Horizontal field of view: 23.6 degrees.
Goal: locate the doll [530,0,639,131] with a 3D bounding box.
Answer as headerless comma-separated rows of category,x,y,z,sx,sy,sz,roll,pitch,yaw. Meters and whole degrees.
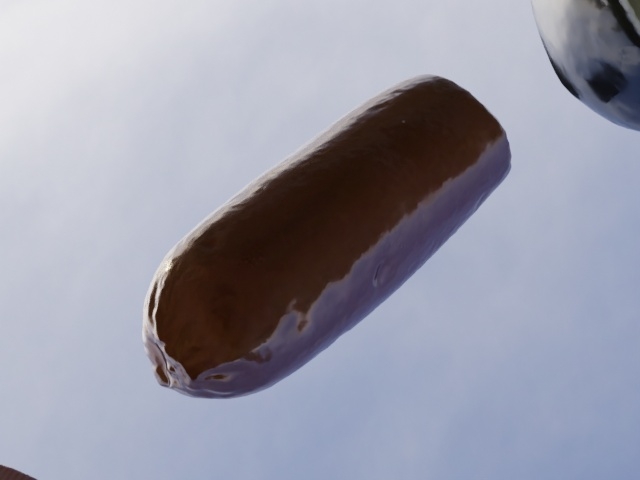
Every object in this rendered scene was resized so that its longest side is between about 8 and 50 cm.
doll,0.100,-0.065,0.339,0.102,0.179,0.088,8,-87,-25

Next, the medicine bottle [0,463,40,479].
medicine bottle,-0.196,0.244,0.727,0.152,0.152,0.254,18,-126,23

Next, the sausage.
sausage,0.000,0.000,0.903,0.114,0.113,0.259,31,-127,29
